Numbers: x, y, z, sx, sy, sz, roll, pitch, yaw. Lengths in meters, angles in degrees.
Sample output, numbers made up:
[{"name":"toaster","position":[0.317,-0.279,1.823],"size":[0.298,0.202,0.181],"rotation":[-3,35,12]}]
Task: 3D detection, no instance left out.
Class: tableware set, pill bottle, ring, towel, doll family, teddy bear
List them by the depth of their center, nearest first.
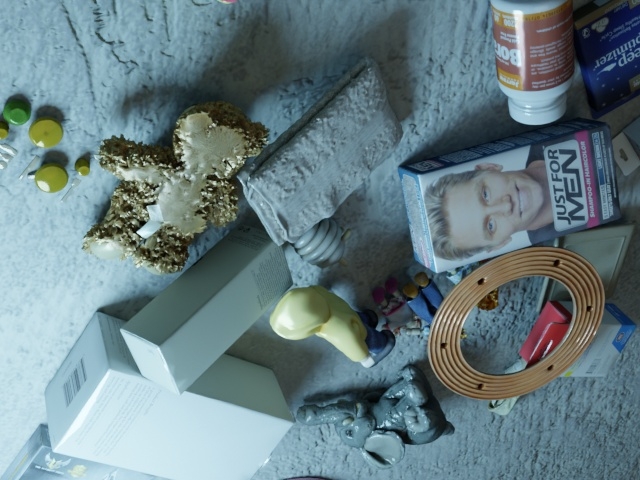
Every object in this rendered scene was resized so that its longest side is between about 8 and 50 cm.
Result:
[{"name":"tableware set","position":[-0.397,-0.129,1.346],"size":[0.154,0.024,0.104],"rotation":[33,103,-35]},{"name":"teddy bear","position":[-0.221,-0.080,1.412],"size":[0.245,0.113,0.338],"rotation":[8,127,-19]},{"name":"towel","position":[0.008,-0.127,1.427],"size":[0.282,0.049,0.187],"rotation":[-45,147,-10]},{"name":"pill bottle","position":[0.330,-0.294,1.466],"size":[0.121,0.121,0.216],"rotation":[-20,128,-8]},{"name":"ring","position":[0.345,0.147,1.680],"size":[0.336,0.032,0.337],"rotation":[-8,123,-13]},{"name":"doll family","position":[0.230,0.107,1.707],"size":[0.263,0.118,0.163],"rotation":[-38,129,5]}]

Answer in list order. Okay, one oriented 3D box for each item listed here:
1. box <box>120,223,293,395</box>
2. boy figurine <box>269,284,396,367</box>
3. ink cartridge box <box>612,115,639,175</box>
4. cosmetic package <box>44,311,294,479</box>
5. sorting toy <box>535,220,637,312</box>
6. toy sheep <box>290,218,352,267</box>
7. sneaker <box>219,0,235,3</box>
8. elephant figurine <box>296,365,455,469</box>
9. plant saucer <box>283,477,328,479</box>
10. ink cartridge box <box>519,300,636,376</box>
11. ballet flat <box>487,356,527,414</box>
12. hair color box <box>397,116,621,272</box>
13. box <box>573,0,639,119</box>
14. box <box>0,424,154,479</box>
[{"name":"box","position":[-0.169,0.101,1.472],"size":[0.275,0.094,0.113],"rotation":[-42,135,-32]},{"name":"boy figurine","position":[0.024,0.146,1.595],"size":[0.092,0.177,0.285],"rotation":[-49,148,12]},{"name":"ink cartridge box","position":[0.616,-0.187,1.699],"size":[0.180,0.060,0.104],"rotation":[-40,129,8]},{"name":"cosmetic package","position":[-0.253,0.285,1.608],"size":[0.365,0.155,0.197],"rotation":[25,112,-35]},{"name":"sorting toy","position":[0.503,0.043,1.823],"size":[0.196,0.047,0.348],"rotation":[-10,128,-22]},{"name":"toy sheep","position":[0.000,0.000,1.559],"size":[0.132,0.091,0.091],"rotation":[39,104,-18]},{"name":"sneaker","position":[-0.169,-0.383,1.214],"size":[0.081,0.094,0.208],"rotation":[-44,127,12]},{"name":"elephant figurine","position":[0.108,0.350,1.827],"size":[0.239,0.186,0.169],"rotation":[-28,173,11]},{"name":"plant saucer","position":[-0.070,0.640,1.979],"size":[0.332,0.084,0.332],"rotation":[-11,127,-15]},{"name":"ink cartridge box","position":[0.483,0.191,1.838],"size":[0.231,0.078,0.134],"rotation":[5,121,-31]},{"name":"ballet flat","position":[0.394,0.295,1.950],"size":[0.052,0.057,0.168],"rotation":[13,117,-18]},{"name":"hair color box","position":[0.319,-0.079,1.591],"size":[0.347,0.105,0.174],"rotation":[-16,106,-11]},{"name":"box","position":[0.498,-0.310,1.581],"size":[0.136,0.036,0.225],"rotation":[-30,130,0]},{"name":"box","position":[-0.444,0.439,1.700],"size":[0.231,0.056,0.183],"rotation":[27,110,-35]}]
